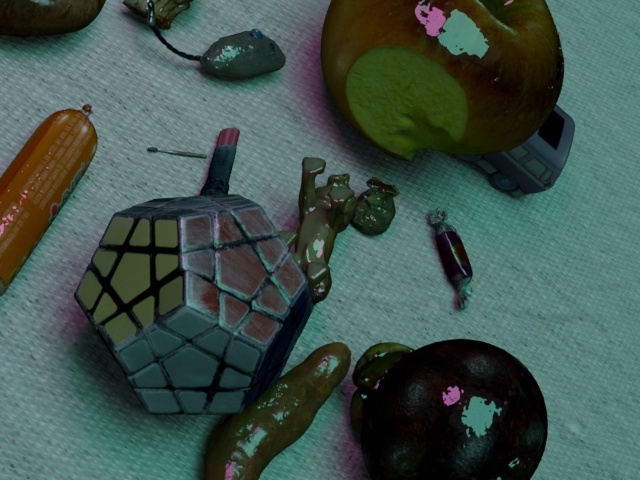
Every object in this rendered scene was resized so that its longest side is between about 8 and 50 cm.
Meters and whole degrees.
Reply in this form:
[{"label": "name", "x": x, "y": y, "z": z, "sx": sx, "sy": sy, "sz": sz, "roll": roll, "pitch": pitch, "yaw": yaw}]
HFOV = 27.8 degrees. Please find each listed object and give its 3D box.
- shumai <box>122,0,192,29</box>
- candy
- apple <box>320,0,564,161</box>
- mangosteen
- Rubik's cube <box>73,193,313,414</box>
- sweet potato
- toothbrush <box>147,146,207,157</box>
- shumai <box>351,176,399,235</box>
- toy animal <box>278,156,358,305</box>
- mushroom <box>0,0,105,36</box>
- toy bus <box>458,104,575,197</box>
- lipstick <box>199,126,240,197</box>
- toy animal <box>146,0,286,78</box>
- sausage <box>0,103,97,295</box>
[{"label": "shumai", "x": -0.245, "y": -0.386, "z": 1.960, "sx": 0.145, "sy": 0.145, "sz": 0.116, "roll": 43, "pitch": 92, "yaw": -9}, {"label": "candy", "x": 0.217, "y": 0.027, "z": 2.102, "sx": 0.045, "sy": 0.043, "sz": 0.175, "roll": -7, "pitch": 73, "yaw": -43}, {"label": "apple", "x": 0.177, "y": -0.288, "z": 2.031, "sx": 0.374, "sy": 0.374, "sz": 0.384, "roll": -18, "pitch": 75, "yaw": -35}, {"label": "mangosteen", "x": 0.181, "y": 0.266, "z": 1.858, "sx": 0.288, "sy": 0.288, "sz": 0.288, "roll": 12, "pitch": 64, "yaw": -27}, {"label": "Rubik's cube", "x": -0.163, "y": 0.081, "z": 1.709, "sx": 0.264, "sy": 0.319, "sz": 0.319, "roll": 27, "pitch": 54, "yaw": 11}, {"label": "sweet potato", "x": -0.078, "y": 0.258, "z": 1.796, "sx": 0.106, "sy": 0.095, "sz": 0.355, "roll": 16, "pitch": 47, "yaw": 27}, {"label": "toothbrush", "x": -0.213, "y": -0.131, "z": 1.927, "sx": 0.097, "sy": 0.008, "sz": 0.006, "roll": 5, "pitch": 81, "yaw": -31}, {"label": "shumai", "x": 0.096, "y": -0.055, "z": 2.039, "sx": 0.083, "sy": 0.080, "sz": 0.082, "roll": 6, "pitch": 69, "yaw": -31}, {"label": "toy animal", "x": 0.000, "y": 0.000, "z": 1.911, "sx": 0.097, "sy": 0.158, "sz": 0.312, "roll": 6, "pitch": 53, "yaw": 13}, {"label": "mushroom", "x": -0.412, "y": -0.413, "z": 1.817, "sx": 0.267, "sy": 0.254, "sz": 0.267, "roll": 41, "pitch": 35, "yaw": -37}, {"label": "toy bus", "x": 0.331, "y": -0.178, "z": 2.188, "sx": 0.202, "sy": 0.142, "sz": 0.142, "roll": 36, "pitch": 55, "yaw": -26}, {"label": "lipstick", "x": -0.152, "y": -0.072, "z": 1.915, "sx": 0.053, "sy": 0.053, "sz": 0.234, "roll": 25, "pitch": 57, "yaw": -20}, {"label": "toy animal", "x": -0.165, "y": -0.294, "z": 1.979, "sx": 0.252, "sy": 0.070, "sz": 0.079, "roll": 8, "pitch": 67, "yaw": -35}, {"label": "sausage", "x": -0.386, "y": -0.069, "z": 1.745, "sx": 0.093, "sy": 0.093, "sz": 0.312, "roll": 37, "pitch": 55, "yaw": -13}]
